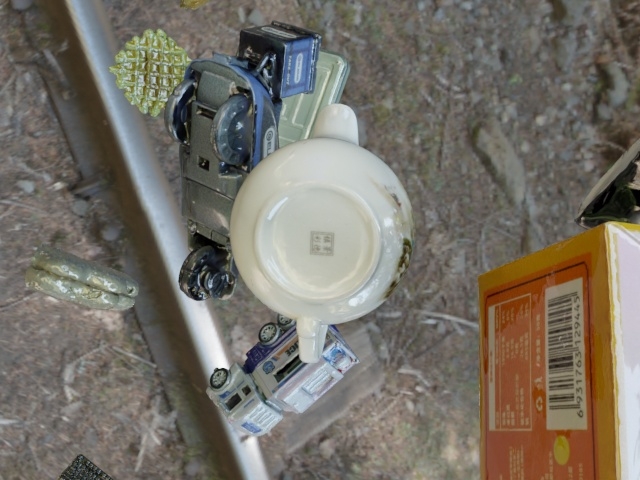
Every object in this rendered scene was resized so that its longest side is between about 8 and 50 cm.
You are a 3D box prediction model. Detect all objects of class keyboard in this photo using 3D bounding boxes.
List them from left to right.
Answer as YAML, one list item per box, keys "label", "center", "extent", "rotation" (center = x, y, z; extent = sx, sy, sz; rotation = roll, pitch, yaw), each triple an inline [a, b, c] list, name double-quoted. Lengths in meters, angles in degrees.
- label: "keyboard"
  center: [-0.429, 0.529, 1.624]
  extent: [0.231, 0.023, 0.072]
  rotation: [35, 58, 10]

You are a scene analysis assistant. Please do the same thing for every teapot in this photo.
- label: "teapot"
  center: [0.000, 0.000, 0.888]
  extent: [0.204, 0.139, 0.298]
  rotation: [11, 103, 0]

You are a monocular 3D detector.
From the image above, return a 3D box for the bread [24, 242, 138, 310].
- label: "bread"
  center: [-0.509, 0.098, 1.766]
  extent: [0.183, 0.337, 0.102]
  rotation: [21, 85, 8]

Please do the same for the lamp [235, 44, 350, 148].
- label: "lamp"
  center: [-0.092, -0.305, 1.747]
  extent: [0.047, 0.266, 0.269]
  rotation: [20, 89, -70]

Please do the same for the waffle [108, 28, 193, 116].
- label: "waffle"
  center: [-0.371, -0.372, 1.771]
  extent: [0.169, 0.036, 0.183]
  rotation: [-45, 126, -2]

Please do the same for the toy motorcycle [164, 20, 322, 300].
- label: "toy motorcycle"
  center: [-0.096, -0.088, 1.031]
  extent: [0.212, 0.125, 0.359]
  rotation: [-28, 135, -48]

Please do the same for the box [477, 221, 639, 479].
- label: "box"
  center: [0.271, 0.157, 0.601]
  extent: [0.259, 0.214, 0.284]
  rotation: [7, 76, -15]

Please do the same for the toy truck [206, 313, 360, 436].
- label: "toy truck"
  center: [-0.074, 0.255, 1.509]
  extent: [0.268, 0.155, 0.124]
  rotation: [-42, 136, 1]

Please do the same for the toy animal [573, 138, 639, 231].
- label: "toy animal"
  center: [0.465, -0.022, 1.021]
  extent: [0.235, 0.187, 0.165]
  rotation: [34, 78, 6]

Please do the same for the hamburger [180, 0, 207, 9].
- label: "hamburger"
  center: [-0.270, -0.665, 1.947]
  extent: [0.215, 0.189, 0.122]
  rotation: [-41, 106, -13]
